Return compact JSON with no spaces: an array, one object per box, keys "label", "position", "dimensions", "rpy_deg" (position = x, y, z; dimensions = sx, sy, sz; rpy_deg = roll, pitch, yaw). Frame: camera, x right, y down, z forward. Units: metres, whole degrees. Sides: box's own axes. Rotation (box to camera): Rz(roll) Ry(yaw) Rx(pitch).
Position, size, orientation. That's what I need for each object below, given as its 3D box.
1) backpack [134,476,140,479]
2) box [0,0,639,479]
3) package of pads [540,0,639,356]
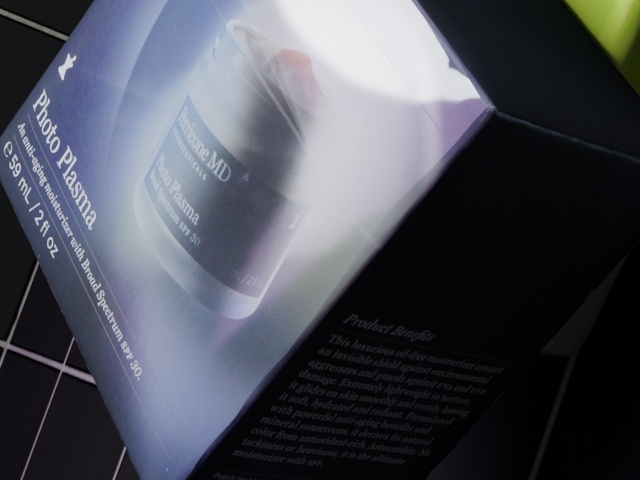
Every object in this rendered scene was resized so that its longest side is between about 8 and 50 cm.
[{"label":"backpack","position":[-0.064,0.309,1.130],"dimensions":[0.290,0.273,0.355],"rpy_deg":[-60,40,33]},{"label":"box","position":[-0.005,-0.044,1.047],"dimensions":[0.294,0.183,0.296],"rpy_deg":[-51,49,23]},{"label":"package of pads","position":[0.121,-0.112,1.139],"dimensions":[0.229,0.101,0.296],"rpy_deg":[38,107,46]}]
